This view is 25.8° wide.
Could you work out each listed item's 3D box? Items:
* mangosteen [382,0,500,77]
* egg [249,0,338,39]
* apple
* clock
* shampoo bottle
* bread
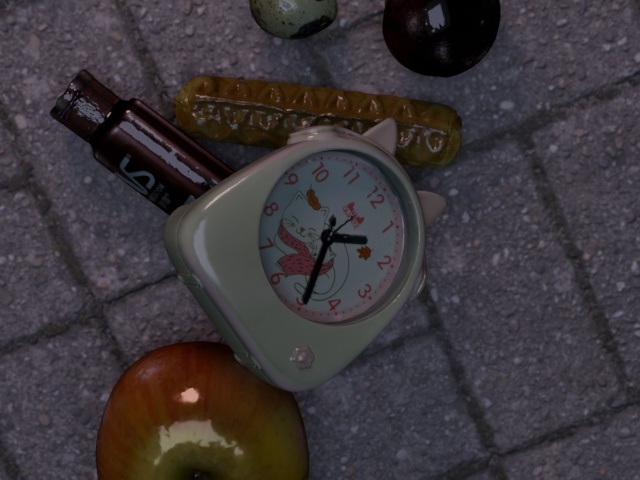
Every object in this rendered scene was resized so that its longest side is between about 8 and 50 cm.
[{"bbox_3d":[0.142,-0.276,1.706,0.152,0.152,0.153,0,101,0],"label":"mangosteen"},{"bbox_3d":[-0.033,-0.290,1.723,0.110,0.085,0.085,11,101,-14],"label":"egg"},{"bbox_3d":[-0.145,0.264,1.759,0.285,0.233,0.286,-1,105,-2],"label":"apple"},{"bbox_3d":[0.000,0.000,1.672,0.324,0.108,0.265,-38,105,-19],"label":"clock"},{"bbox_3d":[-0.188,-0.088,1.749,0.323,0.129,0.084,37,60,-7],"label":"shampoo bottle"},{"bbox_3d":[-0.003,-0.150,1.754,0.367,0.077,0.084,7,102,0],"label":"bread"}]
